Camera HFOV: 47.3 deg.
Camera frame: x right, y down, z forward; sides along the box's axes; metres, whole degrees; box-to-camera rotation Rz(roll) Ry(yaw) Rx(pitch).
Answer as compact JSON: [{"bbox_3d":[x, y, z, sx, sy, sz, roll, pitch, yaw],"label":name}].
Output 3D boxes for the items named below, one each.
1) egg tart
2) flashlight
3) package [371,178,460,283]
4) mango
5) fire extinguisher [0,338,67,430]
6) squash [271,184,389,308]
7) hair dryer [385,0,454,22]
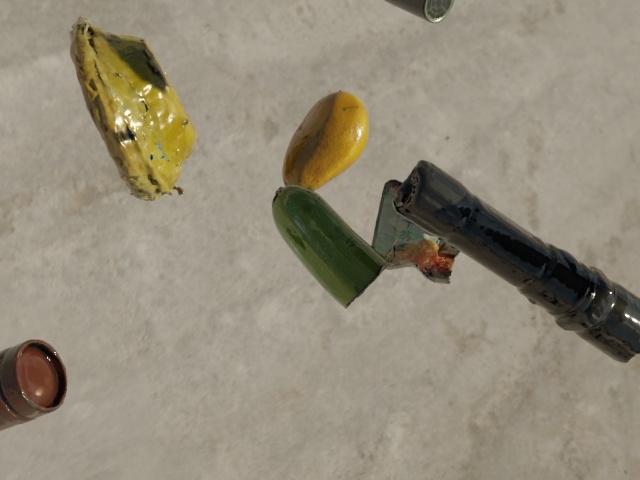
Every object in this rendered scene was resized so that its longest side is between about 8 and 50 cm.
[{"bbox_3d":[-0.355,-0.258,1.422,0.169,0.388,0.388,-25,77,-5],"label":"egg tart"},{"bbox_3d":[0.280,0.027,0.987,0.424,0.103,0.103,33,54,-14],"label":"flashlight"},{"bbox_3d":[0.170,-0.001,1.276,0.166,0.232,0.040,20,54,7],"label":"package"},{"bbox_3d":[0.009,-0.184,1.423,0.147,0.109,0.227,32,88,32],"label":"mango"},{"bbox_3d":[-0.494,0.217,0.956,0.141,0.341,0.105,-65,133,-69],"label":"fire extinguisher"},{"bbox_3d":[0.000,0.000,1.013,0.188,0.095,0.095,44,53,4],"label":"squash"},{"bbox_3d":[0.122,-0.526,1.395,0.248,0.078,0.195,29,9,-48],"label":"hair dryer"}]
